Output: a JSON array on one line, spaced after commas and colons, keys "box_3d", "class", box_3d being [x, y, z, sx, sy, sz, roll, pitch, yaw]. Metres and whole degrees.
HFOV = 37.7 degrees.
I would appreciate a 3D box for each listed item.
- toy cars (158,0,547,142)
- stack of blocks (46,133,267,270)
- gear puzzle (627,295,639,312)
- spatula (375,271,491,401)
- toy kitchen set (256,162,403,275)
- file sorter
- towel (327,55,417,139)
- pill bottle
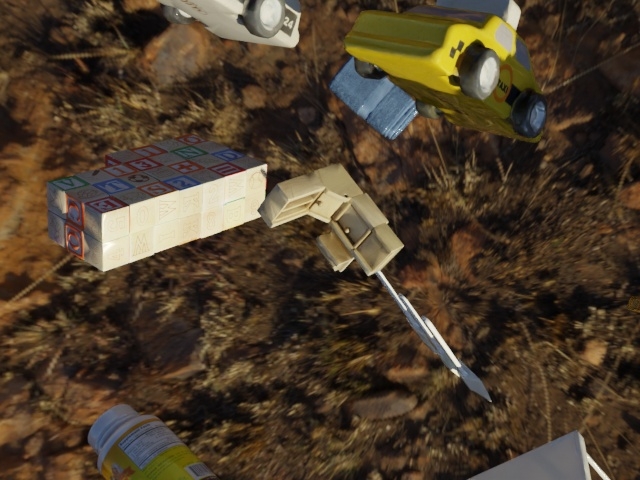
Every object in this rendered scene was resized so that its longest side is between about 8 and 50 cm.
[{"box_3d": [0.008, -0.170, 0.662, 0.394, 0.176, 0.087, 18, 89, -13], "class": "toy cars"}, {"box_3d": [-0.243, -0.065, 1.355, 0.171, 0.297, 0.087, 25, 122, 35], "class": "stack of blocks"}, {"box_3d": [0.359, 0.068, 0.585, 0.339, 0.175, 0.044, 12, 92, 2], "class": "gear puzzle"}, {"box_3d": [0.161, 0.136, 1.353, 0.019, 0.242, 0.168, -40, 46, -3], "class": "spatula"}, {"box_3d": [0.000, 0.000, 0.708, 0.083, 0.075, 0.068, 53, 132, 14], "class": "toy kitchen set"}, {"box_3d": [0.292, 0.437, 1.308, 0.278, 0.192, 0.173, -33, 115, 25], "class": "file sorter"}, {"box_3d": [0.072, -0.196, 1.283, 0.119, 0.029, 0.067, 41, 81, 4], "class": "towel"}, {"box_3d": [-0.245, 0.338, 1.374, 0.215, 0.117, 0.117, 38, 91, 28], "class": "pill bottle"}]
